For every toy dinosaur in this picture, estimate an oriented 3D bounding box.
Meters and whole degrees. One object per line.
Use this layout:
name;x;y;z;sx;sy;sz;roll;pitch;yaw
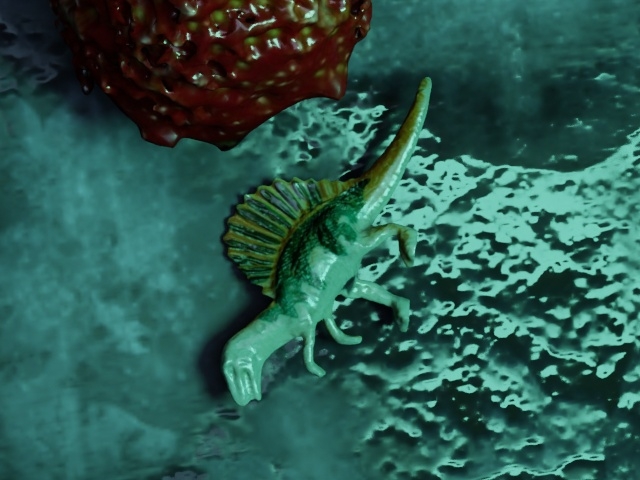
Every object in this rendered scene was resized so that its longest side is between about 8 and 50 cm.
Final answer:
toy dinosaur;0.000;-0.001;1.087;0.106;0.044;0.187;5;89;2

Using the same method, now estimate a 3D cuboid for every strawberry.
strawberry;-0.057;-0.154;0.996;0.187;0.201;0.184;-22;69;2
